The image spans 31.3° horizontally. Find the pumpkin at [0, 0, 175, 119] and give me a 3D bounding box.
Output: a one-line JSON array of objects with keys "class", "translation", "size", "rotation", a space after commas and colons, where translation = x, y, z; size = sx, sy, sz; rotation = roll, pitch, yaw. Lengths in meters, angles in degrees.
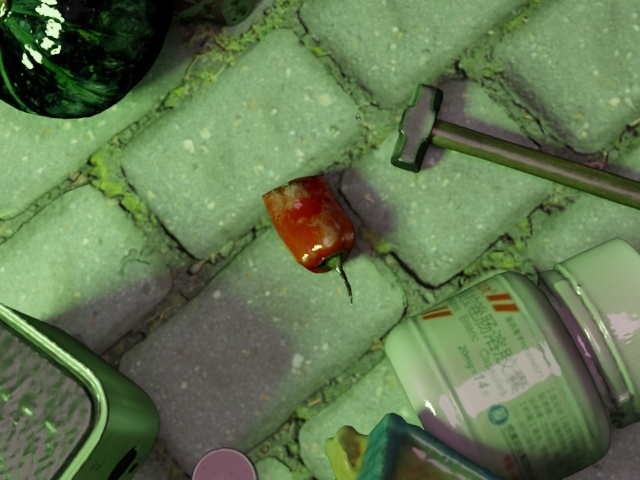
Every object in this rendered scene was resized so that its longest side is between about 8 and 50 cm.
[{"class": "pumpkin", "translation": [-0.342, -0.310, 1.462], "size": [0.315, 0.238, 0.315], "rotation": [3, 97, 28]}]

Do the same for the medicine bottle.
[{"class": "medicine bottle", "translation": [0.251, 0.148, 1.311], "size": [0.302, 0.241, 0.241], "rotation": [-26, 76, 0]}]

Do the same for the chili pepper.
[{"class": "chili pepper", "translation": [0.000, 0.000, 1.457], "size": [0.086, 0.084, 0.192], "rotation": [-37, 70, 31]}]

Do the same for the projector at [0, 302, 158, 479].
[{"class": "projector", "translation": [-0.365, 0.228, 1.356], "size": [0.248, 0.249, 0.248], "rotation": [34, 83, 12]}]

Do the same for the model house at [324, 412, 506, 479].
[{"class": "model house", "translation": [0.002, 0.404, 1.186], "size": [0.382, 0.334, 0.343], "rotation": [-11, 59, -29]}]

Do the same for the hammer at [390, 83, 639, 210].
[{"class": "hammer", "translation": [0.276, -0.098, 1.471], "size": [0.365, 0.043, 0.111], "rotation": [18, 79, 9]}]

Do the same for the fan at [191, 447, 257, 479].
[{"class": "fan", "translation": [-0.144, 0.312, 1.438], "size": [0.133, 0.005, 0.085], "rotation": [-20, 76, 1]}]

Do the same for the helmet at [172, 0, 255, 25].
[{"class": "helmet", "translation": [-0.168, -0.380, 1.551], "size": [0.177, 0.107, 0.153], "rotation": [7, 81, 7]}]
